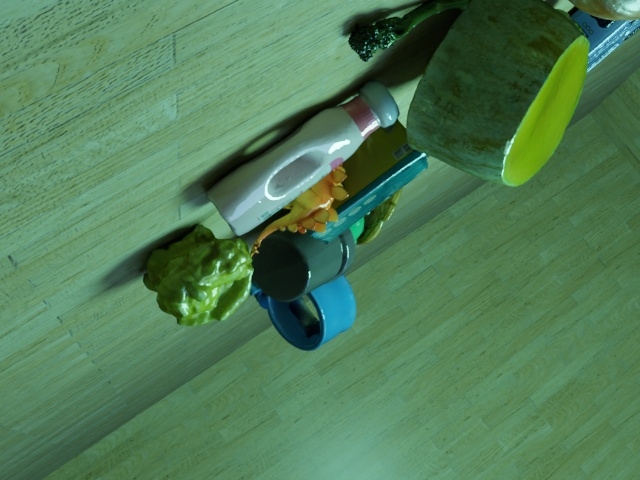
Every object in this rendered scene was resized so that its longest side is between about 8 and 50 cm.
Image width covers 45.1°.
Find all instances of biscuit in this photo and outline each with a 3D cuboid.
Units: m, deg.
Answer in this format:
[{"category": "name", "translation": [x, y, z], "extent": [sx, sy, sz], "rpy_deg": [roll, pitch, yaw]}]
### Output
[{"category": "biscuit", "translation": [0.128, -0.084, 1.907], "extent": [0.203, 0.041, 0.260], "rpy_deg": [-66, -162, 1]}]

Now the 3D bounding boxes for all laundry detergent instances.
[{"category": "laundry detergent", "translation": [-0.025, -0.138, 1.248], "extent": [0.335, 0.088, 0.159], "rpy_deg": [-36, 170, -3]}]

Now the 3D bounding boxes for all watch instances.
[{"category": "watch", "translation": [-0.060, 0.178, 2.133], "extent": [0.241, 0.274, 0.305], "rpy_deg": [-29, 164, -37]}]

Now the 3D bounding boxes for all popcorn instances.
[{"category": "popcorn", "translation": [-0.215, 0.058, 1.382], "extent": [0.197, 0.155, 0.197], "rpy_deg": [-27, 149, -18]}]

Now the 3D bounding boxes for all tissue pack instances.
[{"category": "tissue pack", "translation": [0.063, -0.122, 1.490], "extent": [0.271, 0.134, 0.192], "rpy_deg": [-37, 170, 4]}]

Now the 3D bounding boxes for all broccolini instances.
[{"category": "broccolini", "translation": [0.129, -0.307, 1.082], "extent": [0.239, 0.054, 0.051], "rpy_deg": [-32, -154, -36]}]

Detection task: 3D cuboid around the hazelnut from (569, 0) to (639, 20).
[{"category": "hazelnut", "translation": [0.477, -0.455, 1.222], "extent": [0.214, 0.176, 0.214], "rpy_deg": [-13, 131, -16]}]

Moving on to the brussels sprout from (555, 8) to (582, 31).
[{"category": "brussels sprout", "translation": [0.453, -0.397, 1.578], "extent": [0.155, 0.117, 0.155], "rpy_deg": [-43, 150, -33]}]

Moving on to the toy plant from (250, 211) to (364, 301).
[{"category": "toy plant", "translation": [0.006, -0.010, 1.743], "extent": [0.400, 0.185, 0.279], "rpy_deg": [-36, 155, -57]}]

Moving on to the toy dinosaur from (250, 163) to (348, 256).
[{"category": "toy dinosaur", "translation": [-0.014, -0.075, 1.361], "extent": [0.288, 0.117, 0.070], "rpy_deg": [-59, 177, -4]}]

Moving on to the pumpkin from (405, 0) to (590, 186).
[{"category": "pumpkin", "translation": [0.314, -0.242, 1.282], "extent": [0.332, 0.199, 0.332], "rpy_deg": [-48, 160, -24]}]

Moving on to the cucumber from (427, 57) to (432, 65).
[{"category": "cucumber", "translation": [0.247, -0.325, 1.381], "extent": [0.112, 0.064, 0.064], "rpy_deg": [-35, 171, -19]}]

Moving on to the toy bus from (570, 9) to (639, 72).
[{"category": "toy bus", "translation": [0.593, -0.453, 1.770], "extent": [0.292, 0.125, 0.133], "rpy_deg": [-43, 167, 32]}]
